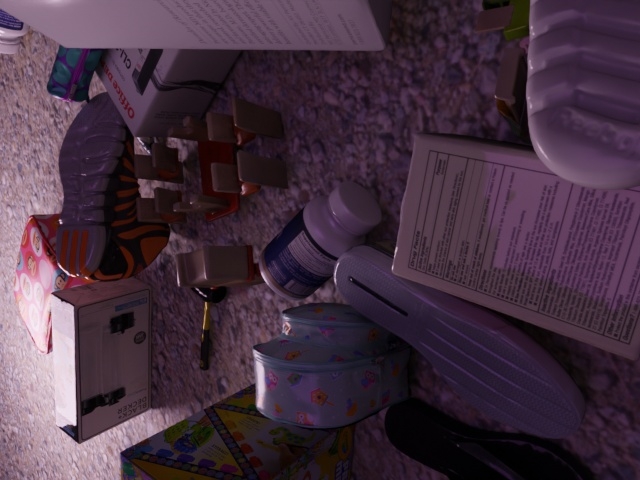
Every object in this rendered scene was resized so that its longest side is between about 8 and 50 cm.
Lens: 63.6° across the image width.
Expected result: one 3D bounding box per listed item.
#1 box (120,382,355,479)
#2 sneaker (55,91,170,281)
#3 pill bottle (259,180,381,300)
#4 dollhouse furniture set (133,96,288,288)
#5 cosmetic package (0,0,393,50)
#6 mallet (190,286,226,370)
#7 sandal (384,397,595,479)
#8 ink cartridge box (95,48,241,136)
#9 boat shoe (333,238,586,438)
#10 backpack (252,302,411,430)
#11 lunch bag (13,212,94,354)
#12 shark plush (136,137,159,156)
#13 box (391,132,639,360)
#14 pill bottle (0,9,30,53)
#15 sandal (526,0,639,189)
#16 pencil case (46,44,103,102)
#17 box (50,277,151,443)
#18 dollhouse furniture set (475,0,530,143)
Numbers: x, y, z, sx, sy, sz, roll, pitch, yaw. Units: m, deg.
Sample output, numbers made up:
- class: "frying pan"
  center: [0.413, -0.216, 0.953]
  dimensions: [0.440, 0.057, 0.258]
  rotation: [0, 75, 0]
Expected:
- class: "box"
  center: [-0.105, 0.395, 0.726]
  dimensions: [0.177, 0.279, 0.289]
  rotation: [13, 106, 36]
- class: "sneaker"
  center: [-0.354, -0.086, 0.913]
  dimensions: [0.125, 0.180, 0.320]
  rotation: [6, 84, 23]
- class: "pill bottle"
  center: [0.000, 0.000, 0.683]
  dimensions: [0.169, 0.094, 0.094]
  rotation: [-43, 72, 35]
- class: "dollhouse furniture set"
  center: [-0.155, -0.058, 0.802]
  dimensions: [0.262, 0.135, 0.259]
  rotation: [-15, 78, 40]
- class: "cosmetic package"
  center: [-0.144, -0.350, 0.569]
  dimensions: [0.454, 0.161, 0.230]
  rotation: [9, 85, 19]
- class: "mallet"
  center: [-0.210, 0.146, 0.924]
  dimensions: [0.062, 0.039, 0.189]
  rotation: [31, 121, 31]
- class: "sandal"
  center: [0.184, 0.268, 0.613]
  dimensions: [0.255, 0.054, 0.097]
  rotation: [7, 103, 38]
- class: "ink cartridge box"
  center: [-0.235, -0.320, 0.796]
  dimensions: [0.273, 0.114, 0.197]
  rotation: [-47, 69, 36]
- class: "boat shoe"
  center: [0.154, 0.087, 0.573]
  dimensions: [0.302, 0.094, 0.109]
  rotation: [37, 133, 21]
- class: "backpack"
  center: [0.010, 0.153, 0.644]
  dimensions: [0.166, 0.188, 0.144]
  rotation: [3, 101, 39]
- class: "lunch bag"
  center: [-0.611, 0.084, 1.177]
  dimensions: [0.258, 0.120, 0.293]
  rotation: [48, 125, 22]
- class: "shark plush"
  center: [-0.330, -0.209, 0.956]
  dimensions: [0.161, 0.073, 0.067]
  rotation: [50, 148, -4]
- class: "box"
  center: [0.206, -0.012, 0.493]
  dimensions: [0.232, 0.127, 0.148]
  rotation: [20, 111, 35]
- class: "pill bottle"
  center: [-0.692, -0.514, 1.129]
  dimensions: [0.112, 0.112, 0.186]
  rotation: [46, 123, 22]
- class: "sandal"
  center: [0.257, -0.237, 0.412]
  dimensions: [0.169, 0.102, 0.416]
  rotation: [16, 87, 37]
- class: "pencil case"
  center: [-0.374, -0.285, 0.802]
  dimensions: [0.151, 0.065, 0.070]
  rotation: [-49, 51, 36]
- class: "box"
  center: [-0.431, 0.230, 1.032]
  dimensions: [0.087, 0.169, 0.289]
  rotation: [16, 107, 33]
- class: "dollhouse furniture set"
  center: [0.175, -0.173, 0.496]
  dimensions: [0.059, 0.076, 0.151]
  rotation: [6, 73, 36]
